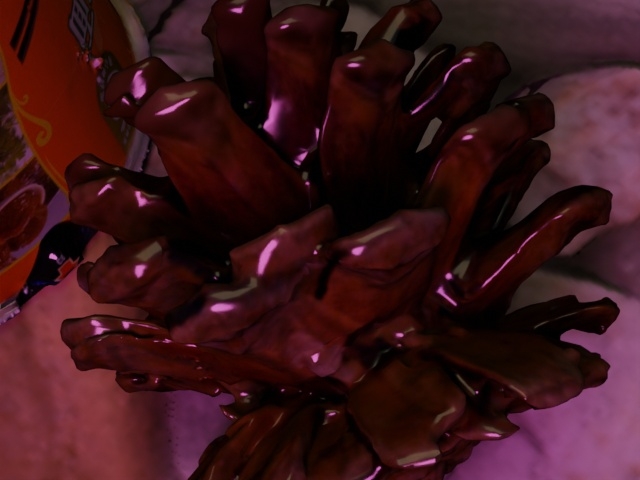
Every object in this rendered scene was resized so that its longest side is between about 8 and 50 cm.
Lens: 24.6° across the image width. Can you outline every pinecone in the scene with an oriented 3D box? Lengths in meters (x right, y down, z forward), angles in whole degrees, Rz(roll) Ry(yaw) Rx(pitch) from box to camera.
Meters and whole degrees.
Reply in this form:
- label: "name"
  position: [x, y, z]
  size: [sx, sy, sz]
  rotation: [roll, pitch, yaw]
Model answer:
- label: "pinecone"
  position: [0.001, 0.003, 0.479]
  size: [0.179, 0.150, 0.195]
  rotation: [-21, 57, 2]

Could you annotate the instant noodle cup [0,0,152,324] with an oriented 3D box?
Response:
- label: "instant noodle cup"
  position: [-0.189, -0.091, 0.535]
  size: [0.230, 0.182, 0.230]
  rotation: [-3, 60, 5]
